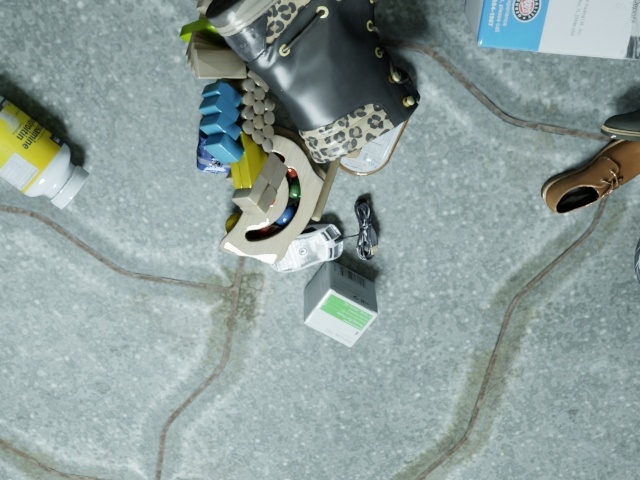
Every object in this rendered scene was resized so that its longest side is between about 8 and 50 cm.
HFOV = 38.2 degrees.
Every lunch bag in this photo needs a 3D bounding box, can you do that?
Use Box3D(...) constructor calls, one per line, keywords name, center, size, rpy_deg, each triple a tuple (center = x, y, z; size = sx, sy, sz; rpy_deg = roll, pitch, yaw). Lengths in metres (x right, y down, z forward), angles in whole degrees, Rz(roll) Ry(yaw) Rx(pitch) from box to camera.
Box3D(name="lunch bag", center=(-0.160, -0.143, 1.455), size=(0.067, 0.098, 0.065), rpy_deg=(6, 122, -10))

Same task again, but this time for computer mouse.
Box3D(name="computer mouse", center=(0.000, 0.000, 1.569), size=(0.193, 0.042, 0.106), rpy_deg=(-14, 114, 5))

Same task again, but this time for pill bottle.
Box3D(name="pill bottle", center=(-0.461, -0.134, 1.455), size=(0.184, 0.103, 0.103), rpy_deg=(39, 112, -20))

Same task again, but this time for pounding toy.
Box3D(name="pounding toy", center=(-0.070, -0.083, 1.441), size=(0.154, 0.155, 0.269), rpy_deg=(34, 106, -9))

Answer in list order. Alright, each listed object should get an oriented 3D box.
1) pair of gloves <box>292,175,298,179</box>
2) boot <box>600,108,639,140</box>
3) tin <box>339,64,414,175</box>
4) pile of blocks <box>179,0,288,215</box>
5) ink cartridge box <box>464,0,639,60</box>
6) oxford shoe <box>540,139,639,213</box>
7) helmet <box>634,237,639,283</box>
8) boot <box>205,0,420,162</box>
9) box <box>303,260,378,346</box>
Box3D(name="pair of gloves", center=(-0.050, -0.112, 1.523), size=(0.083, 0.010, 0.074), rpy_deg=(36, 110, -19))
Box3D(name="boot", center=(0.533, -0.232, 1.434), size=(0.198, 0.077, 0.137), rpy_deg=(-10, 115, -10))
Box3D(name="tin", center=(0.082, -0.189, 1.469), size=(0.106, 0.040, 0.190), rpy_deg=(17, 118, -14))
Box3D(name="pile of blocks", center=(-0.146, -0.214, 1.343), size=(0.149, 0.112, 0.362), rpy_deg=(-6, 91, -41))
Box3D(name="ink cartridge box", center=(0.421, -0.409, 1.273), size=(0.395, 0.166, 0.285), rpy_deg=(5, 119, -2))
Box3D(name="oxford shoe", center=(0.465, -0.101, 1.498), size=(0.212, 0.076, 0.076), rpy_deg=(-32, 113, 14))
Box3D(name="helmet", center=(0.603, 0.024, 1.520), size=(0.161, 0.169, 0.169), rpy_deg=(4, 120, -21))
Box3D(name="boot", center=(0.061, -0.313, 1.308), size=(0.377, 0.138, 0.284), rpy_deg=(-37, 118, -9))
Box3D(name="box", center=(0.033, 0.107, 1.593), size=(0.101, 0.102, 0.087), rpy_deg=(29, 117, -17))
